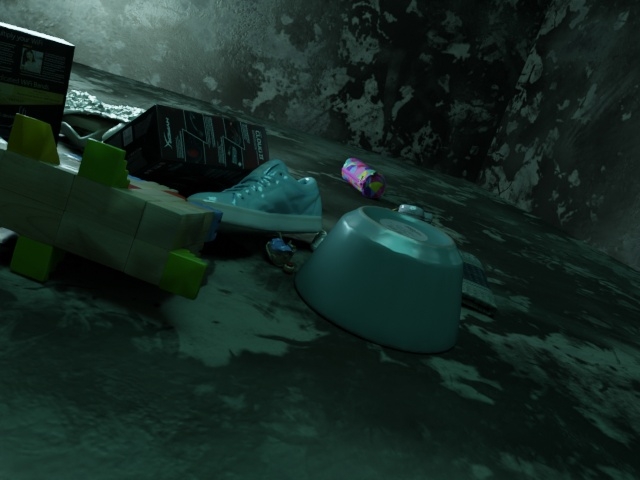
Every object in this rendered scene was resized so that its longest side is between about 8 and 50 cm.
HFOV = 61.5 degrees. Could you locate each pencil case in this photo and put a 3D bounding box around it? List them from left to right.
[{"bbox_3d":[0.154,-0.232,1.981,0.104,0.104,0.236,12,17,-22],"label":"pencil case"}]

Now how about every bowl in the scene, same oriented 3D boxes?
[{"bbox_3d":[0.125,0.046,0.951,0.311,0.163,0.311,18,18,-6],"label":"bowl"}]

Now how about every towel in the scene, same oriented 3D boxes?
[{"bbox_3d":[0.240,0.056,1.265,0.324,0.056,0.312,22,20,1],"label":"towel"}]

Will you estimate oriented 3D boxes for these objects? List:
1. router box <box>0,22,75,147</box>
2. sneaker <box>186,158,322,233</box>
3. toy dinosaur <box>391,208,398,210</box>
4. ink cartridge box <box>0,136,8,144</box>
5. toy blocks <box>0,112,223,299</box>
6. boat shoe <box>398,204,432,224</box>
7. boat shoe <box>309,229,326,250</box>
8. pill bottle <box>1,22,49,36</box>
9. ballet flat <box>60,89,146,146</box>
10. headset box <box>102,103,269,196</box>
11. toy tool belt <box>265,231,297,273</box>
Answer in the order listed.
[{"bbox_3d":[-0.673,-0.312,1.062,0.309,0.243,0.081,2,24,-46],"label":"router box"},{"bbox_3d":[-0.129,-0.088,1.060,0.135,0.150,0.366,-3,-3,32],"label":"sneaker"},{"bbox_3d":[0.210,-0.047,1.510,0.211,0.064,0.112,15,18,-14],"label":"toy dinosaur"},{"bbox_3d":[-0.593,-0.135,0.829,0.127,0.072,0.175,34,27,21],"label":"ink cartridge box"},{"bbox_3d":[-0.305,-0.045,0.794,0.381,0.191,0.261,20,5,4],"label":"toy blocks"},{"bbox_3d":[0.219,-0.041,1.312,0.083,0.076,0.226,15,3,21],"label":"boat shoe"},{"bbox_3d":[0.000,0.000,1.176,0.035,0.035,0.100,19,16,0],"label":"boat shoe"},{"bbox_3d":[-0.806,-0.384,1.163,0.407,0.229,0.229,6,21,-37],"label":"pill bottle"},{"bbox_3d":[-0.499,-0.250,1.293,0.409,0.147,0.147,20,16,25],"label":"ballet flat"},{"bbox_3d":[-0.263,-0.171,1.123,0.218,0.110,0.293,-16,-11,41],"label":"headset box"},{"bbox_3d":[-0.069,0.021,1.004,0.052,0.051,0.083,7,21,-36],"label":"toy tool belt"}]
